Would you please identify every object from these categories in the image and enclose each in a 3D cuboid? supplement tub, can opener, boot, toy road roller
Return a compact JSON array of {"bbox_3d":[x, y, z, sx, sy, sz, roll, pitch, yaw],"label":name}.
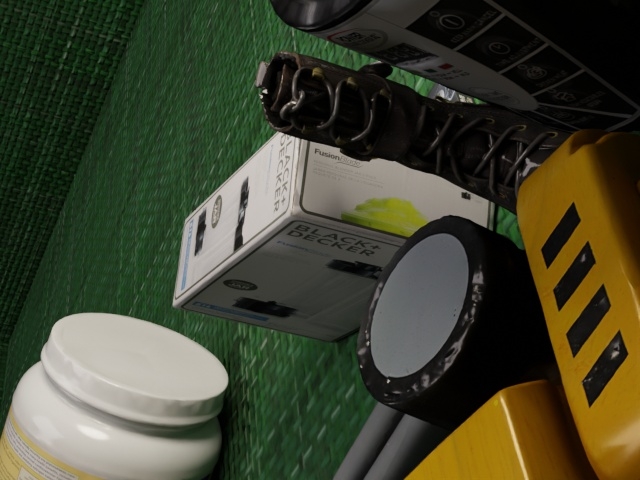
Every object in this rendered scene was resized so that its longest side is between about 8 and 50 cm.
[{"bbox_3d":[-0.252,0.274,1.371,0.241,0.241,0.331,-125,53,-64],"label":"supplement tub"},{"bbox_3d":[0.068,0.106,0.873,0.074,0.093,0.280,-103,29,-51],"label":"can opener"},{"bbox_3d":[0.079,-0.055,0.738,0.263,0.229,0.091,-146,72,-69],"label":"boot"},{"bbox_3d":[0.166,0.079,0.475,0.240,0.202,0.329,-48,30,31],"label":"toy road roller"}]

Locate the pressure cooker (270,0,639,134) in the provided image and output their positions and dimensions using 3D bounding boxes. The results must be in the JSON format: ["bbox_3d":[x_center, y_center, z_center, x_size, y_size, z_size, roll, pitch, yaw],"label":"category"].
[{"bbox_3d":[0.087,-0.273,0.593,0.370,0.420,0.375,-58,27,37],"label":"pressure cooker"}]

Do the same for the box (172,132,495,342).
[{"bbox_3d":[0.000,0.000,1.000,0.290,0.169,0.087,147,134,-60],"label":"box"}]

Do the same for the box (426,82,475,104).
[{"bbox_3d":[0.104,-0.096,1.005,0.083,0.018,0.067,-99,30,-48],"label":"box"}]
